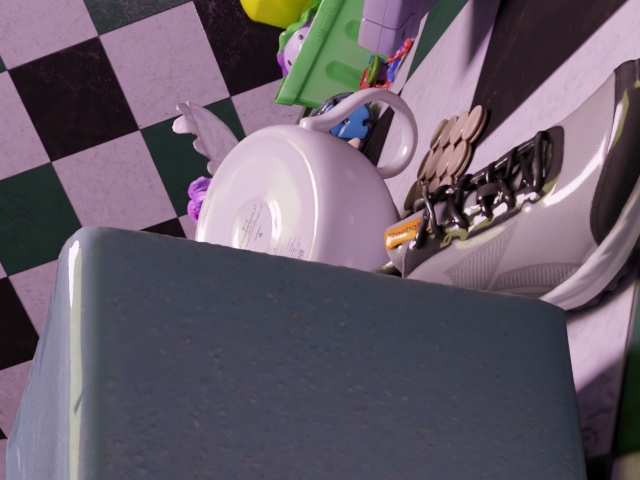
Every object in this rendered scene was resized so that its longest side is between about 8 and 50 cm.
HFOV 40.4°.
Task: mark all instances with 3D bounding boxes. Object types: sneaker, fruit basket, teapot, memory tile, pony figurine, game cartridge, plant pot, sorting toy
[{"bbox_3d":[0.106,-0.004,0.519,0.271,0.108,0.100,-55,12,46],"label":"sneaker"},{"bbox_3d":[-0.022,-0.452,1.623,0.283,0.392,0.392,-88,24,-68],"label":"fruit basket"},{"bbox_3d":[0.000,0.000,0.929,0.256,0.187,0.253,-34,57,40],"label":"teapot"},{"bbox_3d":[0.127,-0.079,0.898,0.148,0.012,0.113,-170,103,-80],"label":"memory tile"},{"bbox_3d":[-0.101,-0.031,1.315,0.363,0.303,0.351,-47,-13,14],"label":"pony figurine"},{"bbox_3d":[-0.019,-0.110,1.531,0.341,0.125,0.140,-52,10,14],"label":"sneaker"},{"bbox_3d":[0.150,-0.392,1.029,0.355,0.068,0.230,-54,-15,-46],"label":"game cartridge"},{"bbox_3d":[-0.021,0.180,0.406,0.247,0.247,0.252,123,149,-46],"label":"plant pot"},{"bbox_3d":[0.101,-0.290,1.522,0.102,0.042,0.061,153,133,-76],"label":"sorting toy"}]

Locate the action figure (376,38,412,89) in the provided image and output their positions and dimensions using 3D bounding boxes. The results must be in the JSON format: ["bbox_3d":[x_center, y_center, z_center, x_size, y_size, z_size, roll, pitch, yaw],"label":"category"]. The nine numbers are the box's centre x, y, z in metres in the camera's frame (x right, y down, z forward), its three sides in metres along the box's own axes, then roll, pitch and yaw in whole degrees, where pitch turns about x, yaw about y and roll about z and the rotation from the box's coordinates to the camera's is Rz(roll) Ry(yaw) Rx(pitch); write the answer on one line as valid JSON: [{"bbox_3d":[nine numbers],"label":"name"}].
[{"bbox_3d":[0.125,-0.301,1.448,0.115,0.030,0.038,-60,5,24],"label":"action figure"}]
